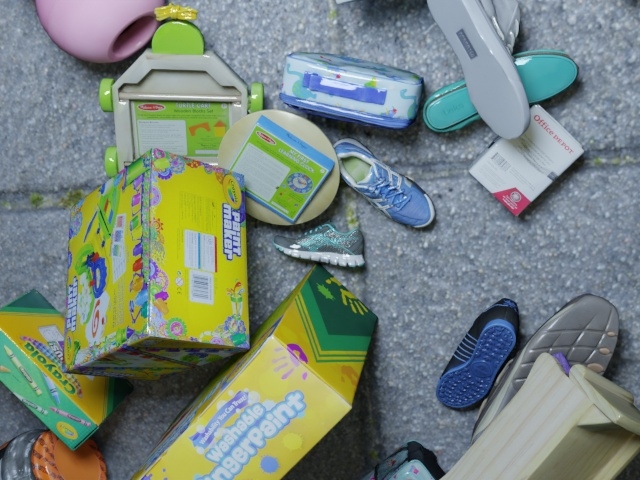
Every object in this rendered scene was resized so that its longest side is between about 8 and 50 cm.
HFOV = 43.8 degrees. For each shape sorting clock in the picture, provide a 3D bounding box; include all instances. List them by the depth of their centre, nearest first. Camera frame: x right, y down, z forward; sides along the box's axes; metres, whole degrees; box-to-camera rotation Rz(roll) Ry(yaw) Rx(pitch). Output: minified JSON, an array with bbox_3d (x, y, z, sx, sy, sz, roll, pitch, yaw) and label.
[{"bbox_3d":[-0.069,-0.118,1.310,0.206,0.040,0.206,7,124,11],"label":"shape sorting clock"}]

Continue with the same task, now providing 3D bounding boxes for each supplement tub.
[{"bbox_3d":[-0.597,0.504,1.550,0.337,0.207,0.207,-31,97,17],"label":"supplement tub"}]

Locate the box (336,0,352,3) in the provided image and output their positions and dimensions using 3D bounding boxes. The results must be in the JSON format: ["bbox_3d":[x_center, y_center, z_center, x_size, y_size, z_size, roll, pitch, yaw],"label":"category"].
[{"bbox_3d":[0.103,-0.458,1.170,0.119,0.180,0.182,0,108,49],"label":"box"}]

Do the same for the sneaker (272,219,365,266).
[{"bbox_3d":[0.000,0.000,1.394,0.166,0.065,0.076,9,89,5],"label":"sneaker"}]

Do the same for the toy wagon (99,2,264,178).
[{"bbox_3d":[-0.226,-0.221,1.323,0.267,0.068,0.345,1,117,-3],"label":"toy wagon"}]

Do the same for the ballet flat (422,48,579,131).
[{"bbox_3d":[0.277,-0.243,1.258,0.247,0.087,0.083,-19,107,12],"label":"ballet flat"}]

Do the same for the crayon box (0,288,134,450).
[{"bbox_3d":[-0.498,0.235,1.483,0.081,0.165,0.278,-43,94,17],"label":"crayon box"}]

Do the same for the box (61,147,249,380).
[{"bbox_3d":[-0.267,0.052,1.268,0.279,0.177,0.290,-23,62,44],"label":"box"}]

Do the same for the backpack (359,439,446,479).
[{"bbox_3d":[0.147,0.486,1.445,0.188,0.144,0.166,-36,101,20],"label":"backpack"}]

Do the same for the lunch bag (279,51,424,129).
[{"bbox_3d":[0.050,-0.238,1.254,0.218,0.176,0.090,13,106,6],"label":"lunch bag"}]

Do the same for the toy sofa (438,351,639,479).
[{"bbox_3d":[0.343,0.364,1.246,0.150,0.177,0.363,28,104,-32],"label":"toy sofa"}]

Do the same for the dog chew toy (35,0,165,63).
[{"bbox_3d":[-0.405,-0.446,1.278,0.206,0.206,0.332,-44,86,17],"label":"dog chew toy"}]

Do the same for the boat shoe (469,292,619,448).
[{"bbox_3d":[0.356,0.229,1.336,0.132,0.130,0.355,32,103,-9],"label":"boat shoe"}]

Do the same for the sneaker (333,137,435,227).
[{"bbox_3d":[0.098,-0.088,1.333,0.211,0.081,0.080,35,107,0],"label":"sneaker"}]

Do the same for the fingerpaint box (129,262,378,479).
[{"bbox_3d":[-0.117,0.290,1.322,0.163,0.371,0.445,41,107,-2],"label":"fingerpaint box"}]

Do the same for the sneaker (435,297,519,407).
[{"bbox_3d":[0.278,0.197,1.383,0.081,0.090,0.232,31,129,2],"label":"sneaker"}]

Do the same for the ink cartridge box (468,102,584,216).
[{"bbox_3d":[0.331,-0.133,1.289,0.109,0.063,0.150,43,107,-3],"label":"ink cartridge box"}]

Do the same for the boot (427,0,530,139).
[{"bbox_3d":[0.264,-0.286,1.171,0.095,0.123,0.258,-11,109,59],"label":"boot"}]
